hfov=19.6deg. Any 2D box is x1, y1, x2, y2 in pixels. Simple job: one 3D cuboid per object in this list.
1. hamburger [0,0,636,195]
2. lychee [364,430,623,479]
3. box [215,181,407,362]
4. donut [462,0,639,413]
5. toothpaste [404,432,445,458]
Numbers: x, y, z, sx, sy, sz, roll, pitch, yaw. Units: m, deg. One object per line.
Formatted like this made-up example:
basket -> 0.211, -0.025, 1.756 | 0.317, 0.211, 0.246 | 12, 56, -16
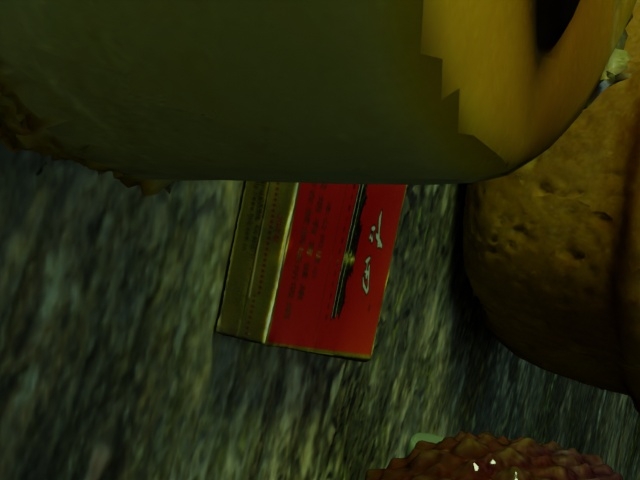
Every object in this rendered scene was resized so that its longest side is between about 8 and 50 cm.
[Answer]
hamburger -> -0.007, -0.149, 0.416 | 0.294, 0.179, 0.276 | 82, 29, -49
lychee -> 0.078, 0.166, 0.798 | 0.188, 0.188, 0.188 | 11, 90, -70
box -> 0.000, 0.000, 0.739 | 0.133, 0.023, 0.090 | 21, 83, -70
donut -> 0.187, -0.049, 1.041 | 0.317, 0.150, 0.299 | 64, 40, -57
toothpaste -> 0.037, 0.197, 0.928 | 0.062, 0.037, 0.216 | -33, 135, -66
